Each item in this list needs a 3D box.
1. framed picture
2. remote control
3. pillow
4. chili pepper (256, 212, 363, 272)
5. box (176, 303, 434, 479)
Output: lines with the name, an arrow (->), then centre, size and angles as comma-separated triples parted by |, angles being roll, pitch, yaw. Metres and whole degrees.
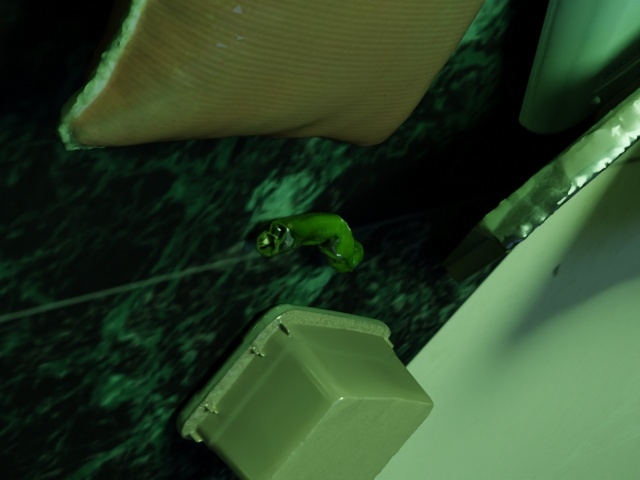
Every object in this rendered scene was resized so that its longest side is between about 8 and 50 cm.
framed picture -> 0.165, -0.075, 0.825 | 0.260, 0.023, 0.189 | -41, 177, -5
remote control -> 0.151, -0.147, 0.714 | 0.103, 0.051, 0.293 | -38, 161, -22
pillow -> 0.003, -0.106, 0.571 | 0.171, 0.075, 0.179 | -7, 136, -48
chili pepper -> 0.000, 0.000, 0.784 | 0.083, 0.022, 0.027 | 16, 85, -58
box -> -0.002, 0.086, 0.857 | 0.089, 0.062, 0.122 | -50, 153, 15
